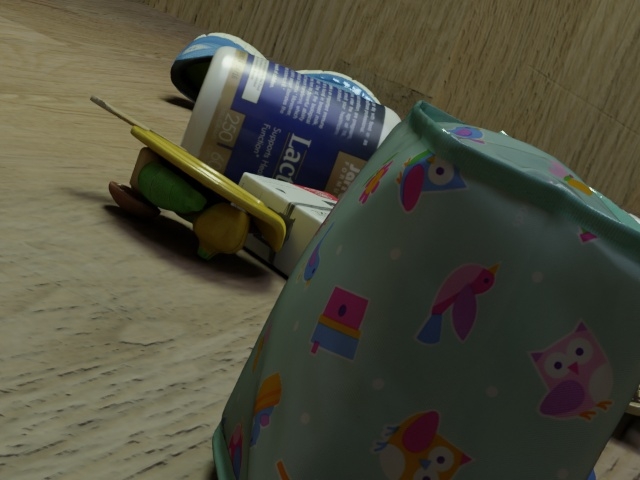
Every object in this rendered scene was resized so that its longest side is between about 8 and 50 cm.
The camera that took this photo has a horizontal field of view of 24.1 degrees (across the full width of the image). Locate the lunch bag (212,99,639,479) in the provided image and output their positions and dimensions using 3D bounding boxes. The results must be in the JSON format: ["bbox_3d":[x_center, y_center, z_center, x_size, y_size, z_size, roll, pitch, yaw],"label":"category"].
[{"bbox_3d":[0.052,0.051,0.750,0.160,0.223,0.262,26,8,-9],"label":"lunch bag"}]

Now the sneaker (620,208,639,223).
[{"bbox_3d":[0.369,0.033,1.819,0.281,0.105,0.115,9,40,18],"label":"sneaker"}]

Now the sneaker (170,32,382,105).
[{"bbox_3d":[-0.066,-0.186,2.103,0.330,0.130,0.147,20,24,12],"label":"sneaker"}]

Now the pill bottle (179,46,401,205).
[{"bbox_3d":[-0.006,-0.084,1.525,0.264,0.153,0.153,20,10,-6],"label":"pill bottle"}]

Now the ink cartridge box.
[{"bbox_3d":[0.000,0.000,1.356,0.109,0.063,0.150,13,13,-40],"label":"ink cartridge box"}]

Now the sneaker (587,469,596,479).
[{"bbox_3d":[0.096,0.107,0.946,0.090,0.081,0.232,2,19,-42],"label":"sneaker"}]

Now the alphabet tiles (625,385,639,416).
[{"bbox_3d":[0.222,0.077,1.363,0.285,0.011,0.342,15,17,9],"label":"alphabet tiles"}]

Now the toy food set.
[{"bbox_3d":[-0.122,-0.037,1.305,0.218,0.071,0.128,34,3,42],"label":"toy food set"}]
